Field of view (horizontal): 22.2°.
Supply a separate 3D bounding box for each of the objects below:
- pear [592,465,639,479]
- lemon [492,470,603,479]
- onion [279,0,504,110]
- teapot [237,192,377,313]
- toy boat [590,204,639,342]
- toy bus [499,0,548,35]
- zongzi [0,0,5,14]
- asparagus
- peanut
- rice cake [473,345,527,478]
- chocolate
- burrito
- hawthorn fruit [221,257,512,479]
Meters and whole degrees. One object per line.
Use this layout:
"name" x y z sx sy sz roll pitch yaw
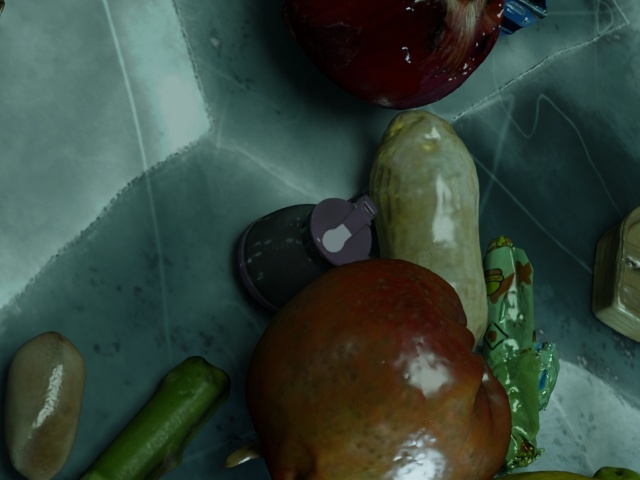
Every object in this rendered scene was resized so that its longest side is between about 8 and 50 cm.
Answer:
"pear" 0.363 0.317 1.963 0.092 0.092 0.097 -41 98 -40
"lemon" 0.232 0.381 1.711 0.297 0.297 0.297 15 64 -32
"onion" 0.077 -0.285 1.898 0.276 0.276 0.276 15 64 -32
"teapot" 0.001 0.010 1.776 0.148 0.146 0.116 -4 74 -38
"toy boat" 0.415 0.036 2.132 0.116 0.061 0.188 29 57 -23
"toy bus" 0.242 -0.361 2.135 0.090 0.106 0.184 28 52 -29
"zongzi" -0.353 -0.136 1.617 0.241 0.111 0.247 58 41 -26
"asparagus" -0.186 0.218 1.611 0.277 0.060 0.067 -46 120 -39
"peanut" -0.266 0.158 1.567 0.076 0.076 0.152 19 59 -30
"rice cake" 0.200 0.232 1.904 0.085 0.040 0.226 9 66 -35
"chocolate" 0.125 0.001 1.890 0.134 0.134 0.309 6 72 -35
"burrito" 0.237 0.136 1.913 0.104 0.054 0.288 18 60 -31
"hawthorn fruit" 0.033 0.168 1.678 0.298 0.277 0.277 -26 88 -5
